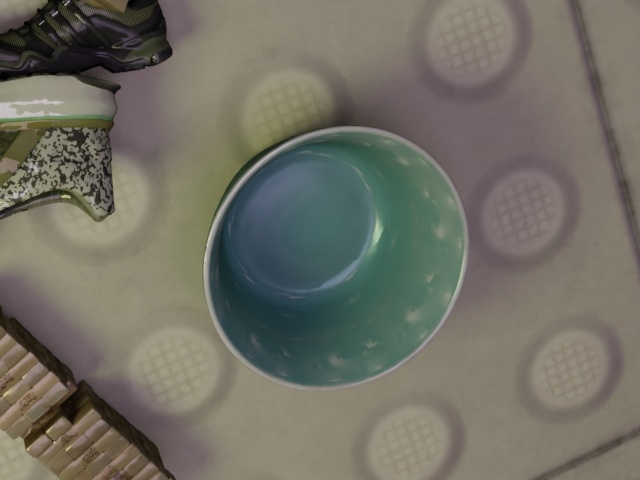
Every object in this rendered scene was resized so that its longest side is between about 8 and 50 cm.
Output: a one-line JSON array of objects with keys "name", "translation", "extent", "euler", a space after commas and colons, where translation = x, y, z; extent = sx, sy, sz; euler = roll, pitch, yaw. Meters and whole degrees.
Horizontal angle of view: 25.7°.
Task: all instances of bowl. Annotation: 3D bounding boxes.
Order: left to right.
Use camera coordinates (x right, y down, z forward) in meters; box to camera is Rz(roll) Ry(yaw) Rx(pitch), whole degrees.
[{"name": "bowl", "translation": [0.000, 0.000, 1.617], "extent": [0.312, 0.163, 0.311], "euler": [-5, 110, -15]}]

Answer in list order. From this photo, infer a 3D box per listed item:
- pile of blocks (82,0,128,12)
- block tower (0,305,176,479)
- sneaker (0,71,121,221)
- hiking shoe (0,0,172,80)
[{"name": "pile of blocks", "translation": [-0.353, -0.344, 1.408], "extent": [0.362, 0.149, 0.112], "euler": [21, 81, -18]}, {"name": "block tower", "translation": [-0.314, 0.195, 1.624], "extent": [0.091, 0.097, 0.335], "euler": [-42, 113, 0]}, {"name": "sneaker", "translation": [-0.393, -0.056, 1.445], "extent": [0.410, 0.158, 0.182], "euler": [-12, 86, -11]}, {"name": "hiking shoe", "translation": [-0.277, -0.232, 1.506], "extent": [0.227, 0.086, 0.114], "euler": [-8, 95, -19]}]
